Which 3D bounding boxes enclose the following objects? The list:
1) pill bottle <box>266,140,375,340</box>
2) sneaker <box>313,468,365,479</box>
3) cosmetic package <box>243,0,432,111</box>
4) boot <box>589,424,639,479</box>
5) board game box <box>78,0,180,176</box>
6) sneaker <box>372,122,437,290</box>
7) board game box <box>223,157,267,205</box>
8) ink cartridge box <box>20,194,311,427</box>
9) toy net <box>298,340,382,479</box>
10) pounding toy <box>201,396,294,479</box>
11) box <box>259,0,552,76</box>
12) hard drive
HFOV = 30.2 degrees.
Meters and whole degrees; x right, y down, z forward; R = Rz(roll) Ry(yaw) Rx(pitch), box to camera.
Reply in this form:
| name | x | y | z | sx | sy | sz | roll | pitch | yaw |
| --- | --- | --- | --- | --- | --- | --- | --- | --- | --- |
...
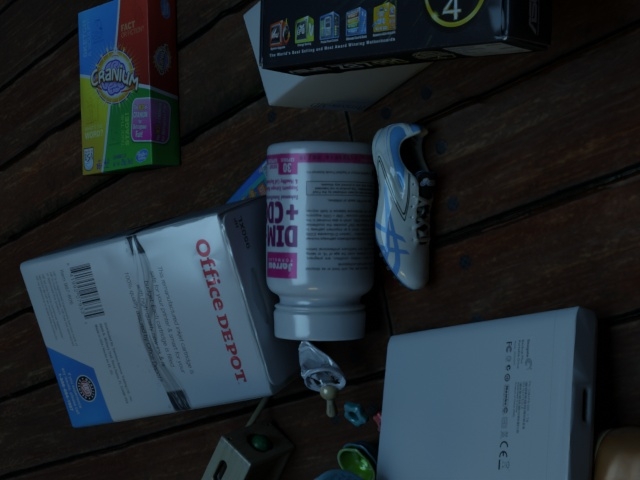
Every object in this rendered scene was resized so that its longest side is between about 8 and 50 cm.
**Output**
| name | x | y | z | sx | sy | sz | roll | pitch | yaw |
| --- | --- | --- | --- | --- | --- | --- | --- | --- | --- |
| pill bottle | 0.000 | 0.000 | 1.733 | 0.160 | 0.160 | 0.283 | 1 | 91 | 48 |
| sneaker | 0.073 | 0.463 | 1.629 | 0.319 | 0.127 | 0.208 | 43 | 134 | 0 |
| cosmetic package | 0.087 | -0.324 | 1.611 | 0.365 | 0.197 | 0.155 | -33 | 68 | 44 |
| boot | 0.375 | 0.358 | 1.370 | 0.220 | 0.109 | 0.284 | -7 | 75 | 49 |
| board game box | -0.358 | -0.286 | 2.201 | 0.242 | 0.064 | 0.317 | -5 | 87 | 48 |
| sneaker | 0.125 | -0.048 | 1.656 | 0.086 | 0.085 | 0.237 | -9 | 86 | 40 |
| board game box | -0.094 | -0.015 | 1.921 | 0.210 | 0.047 | 0.160 | -43 | 60 | 38 |
| ink cartridge box | -0.238 | 0.114 | 1.867 | 0.394 | 0.166 | 0.286 | -13 | 98 | 28 |
| toy net | 0.036 | 0.247 | 1.711 | 0.122 | 0.045 | 0.232 | -21 | 105 | 51 |
| pounding toy | -0.116 | 0.339 | 1.902 | 0.100 | 0.130 | 0.141 | 39 | 119 | 27 |
| box | 0.091 | -0.367 | 1.394 | 0.395 | 0.097 | 0.318 | 3 | 90 | 46 |
| hard drive | 0.206 | 0.222 | 1.530 | 0.353 | 0.047 | 0.233 | -15 | 63 | 52 |
